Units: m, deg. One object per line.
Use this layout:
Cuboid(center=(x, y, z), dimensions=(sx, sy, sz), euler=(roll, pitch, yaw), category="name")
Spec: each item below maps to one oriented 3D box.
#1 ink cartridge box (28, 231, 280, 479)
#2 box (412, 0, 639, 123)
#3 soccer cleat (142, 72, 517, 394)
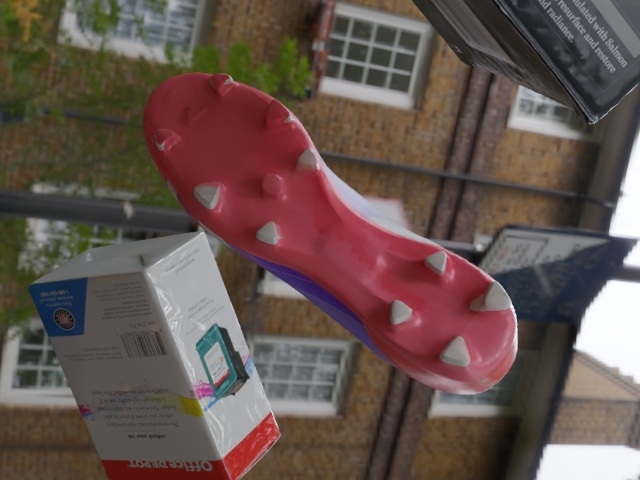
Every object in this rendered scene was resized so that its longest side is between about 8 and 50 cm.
Cuboid(center=(-0.123, 0.118, 0.882), dimensions=(0.134, 0.078, 0.231), euler=(-7, -70, 35), category="ink cartridge box")
Cuboid(center=(0.119, -0.151, 0.486), dimensions=(0.158, 0.093, 0.156), euler=(-44, -157, 3), category="box")
Cuboid(center=(0.000, 0.000, 0.608), dimensions=(0.083, 0.248, 0.095), euler=(-49, 165, -17), category="soccer cleat")
